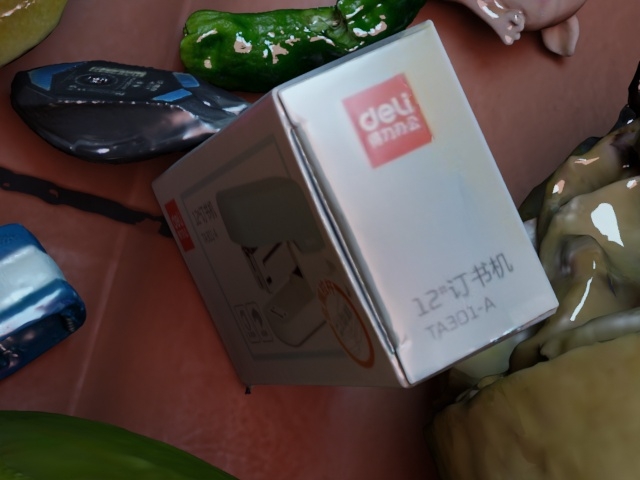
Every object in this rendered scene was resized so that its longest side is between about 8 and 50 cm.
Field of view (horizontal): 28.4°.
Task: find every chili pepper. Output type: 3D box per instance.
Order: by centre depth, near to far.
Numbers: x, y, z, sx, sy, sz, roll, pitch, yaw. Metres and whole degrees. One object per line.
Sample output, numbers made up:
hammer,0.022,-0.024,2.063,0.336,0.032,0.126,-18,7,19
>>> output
chili pepper,0.008,-0.127,0.711,0.182,0.050,0.073,-25,127,13

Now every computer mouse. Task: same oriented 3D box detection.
computer mouse,-0.104,-0.066,0.690,0.135,0.079,0.047,5,115,6

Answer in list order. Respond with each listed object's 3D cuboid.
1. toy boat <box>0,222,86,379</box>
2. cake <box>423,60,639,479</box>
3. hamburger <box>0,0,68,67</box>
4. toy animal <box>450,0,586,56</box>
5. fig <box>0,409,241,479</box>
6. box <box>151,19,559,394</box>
toy boat,-0.262,0.085,0.631,0.299,0.096,0.062,-29,81,-12
cake,0.198,0.042,0.622,0.332,0.332,0.321,-7,71,-15
hamburger,-0.244,-0.192,0.637,0.265,0.134,0.285,-4,84,-16
toy animal,0.102,-0.172,0.756,0.150,0.089,0.083,20,111,-15
fig,-0.130,0.213,0.556,0.316,0.316,0.316,1,85,-14
box,0.000,0.000,0.612,0.079,0.269,0.135,-25,93,-19
